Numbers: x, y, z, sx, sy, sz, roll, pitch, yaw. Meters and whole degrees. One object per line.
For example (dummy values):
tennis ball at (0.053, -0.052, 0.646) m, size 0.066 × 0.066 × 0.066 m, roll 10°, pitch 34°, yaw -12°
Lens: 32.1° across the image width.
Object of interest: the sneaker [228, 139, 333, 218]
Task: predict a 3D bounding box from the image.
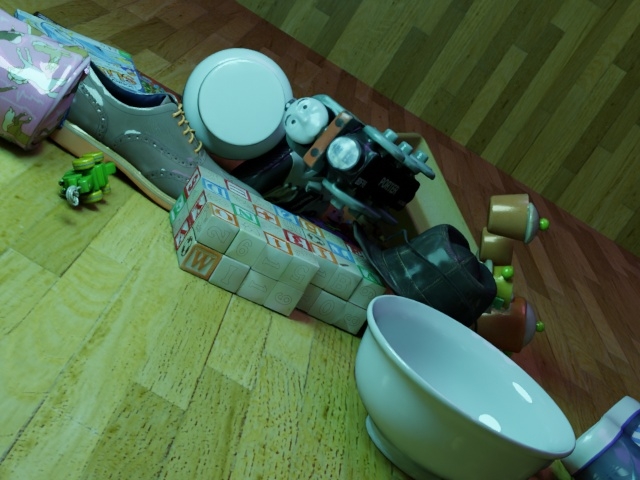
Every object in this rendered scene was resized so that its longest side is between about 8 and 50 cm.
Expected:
sneaker at (-0.038, -0.099, 1.883) m, size 0.330 × 0.122 × 0.146 m, roll -33°, pitch 105°, yaw -57°

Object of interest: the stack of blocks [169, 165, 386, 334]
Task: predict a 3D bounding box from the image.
stack of blocks at (-0.057, 0.025, 1.563) m, size 0.297 × 0.087 × 0.171 m, roll 26°, pitch 17°, yaw -24°

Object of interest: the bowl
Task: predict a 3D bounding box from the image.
bowl at (0.149, 0.207, 1.344) m, size 0.298 × 0.134 × 0.298 m, roll 31°, pitch 15°, yaw -9°

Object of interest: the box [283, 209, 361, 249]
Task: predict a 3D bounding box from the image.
box at (0.000, 0.000, 1.855) m, size 0.162 × 0.029 × 0.116 m, roll 11°, pitch 27°, yaw -50°

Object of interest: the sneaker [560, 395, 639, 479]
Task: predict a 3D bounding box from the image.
sneaker at (0.465, 0.355, 1.574) m, size 0.236 × 0.130 × 0.323 m, roll 49°, pitch 15°, yaw 16°

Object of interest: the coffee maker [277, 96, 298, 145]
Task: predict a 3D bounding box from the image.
coffee maker at (-0.106, -0.231, 2.164) m, size 0.171 × 0.120 × 0.178 m, roll 26°, pitch 17°, yaw -21°

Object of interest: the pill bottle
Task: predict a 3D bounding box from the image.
pill bottle at (-0.136, -0.219, 1.799) m, size 0.176 × 0.176 × 0.318 m, roll 31°, pitch 1°, yaw -10°

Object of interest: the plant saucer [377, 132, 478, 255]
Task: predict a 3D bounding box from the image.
plant saucer at (0.182, -0.033, 2.033) m, size 0.333 × 0.081 × 0.333 m, roll 64°, pitch 21°, yaw 5°

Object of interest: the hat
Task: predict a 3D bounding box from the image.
hat at (0.182, 0.055, 1.676) m, size 0.331 × 0.134 × 0.331 m, roll 49°, pitch 5°, yaw -6°

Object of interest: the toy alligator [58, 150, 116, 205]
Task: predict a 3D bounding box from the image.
toy alligator at (-0.314, -0.075, 1.438) m, size 0.051 × 0.056 × 0.189 m, roll -8°, pitch 15°, yaw 9°

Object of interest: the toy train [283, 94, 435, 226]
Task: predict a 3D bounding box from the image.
toy train at (0.053, -0.129, 1.724) m, size 0.190 × 0.142 × 0.334 m, roll 41°, pitch 8°, yaw 19°

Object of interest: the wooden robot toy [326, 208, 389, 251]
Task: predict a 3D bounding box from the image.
wooden robot toy at (0.089, -0.028, 2.019) m, size 0.173 × 0.079 × 0.076 m, roll 41°, pitch 18°, yaw 28°

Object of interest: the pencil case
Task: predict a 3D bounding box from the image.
pencil case at (-0.500, -0.275, 1.463) m, size 0.386 × 0.160 × 0.167 m, roll 30°, pitch 10°, yaw -9°

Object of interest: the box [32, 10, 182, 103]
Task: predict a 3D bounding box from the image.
box at (-0.377, -0.272, 1.873) m, size 0.293 × 0.057 × 0.201 m, roll 29°, pitch 17°, yaw -14°

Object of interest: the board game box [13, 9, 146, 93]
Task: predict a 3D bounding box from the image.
board game box at (-0.381, -0.282, 1.740) m, size 0.201 × 0.035 × 0.136 m, roll 18°, pitch 28°, yaw -35°

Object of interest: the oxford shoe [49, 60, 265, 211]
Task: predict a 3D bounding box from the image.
oxford shoe at (-0.221, -0.134, 1.629) m, size 0.364 × 0.132 × 0.130 m, roll 28°, pitch 16°, yaw -18°

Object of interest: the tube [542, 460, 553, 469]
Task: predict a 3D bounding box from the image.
tube at (0.271, 0.255, 1.605) m, size 0.080 × 0.052 × 0.207 m, roll 31°, pitch 10°, yaw -25°

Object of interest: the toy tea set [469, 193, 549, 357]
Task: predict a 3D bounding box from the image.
toy tea set at (0.322, 0.056, 1.824) m, size 0.124 × 0.200 × 0.336 m, roll 6°, pitch -24°, yaw 4°
